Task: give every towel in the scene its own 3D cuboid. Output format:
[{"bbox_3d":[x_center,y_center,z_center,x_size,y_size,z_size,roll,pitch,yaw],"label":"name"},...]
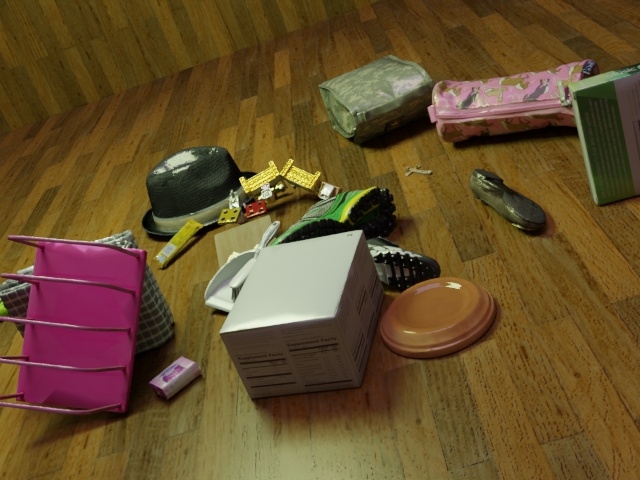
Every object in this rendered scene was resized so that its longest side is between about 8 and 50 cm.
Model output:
[{"bbox_3d":[-0.453,0.136,1.606,0.283,0.235,0.121,-21,30,-1],"label":"towel"}]

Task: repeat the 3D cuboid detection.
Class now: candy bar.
[{"bbox_3d":[-0.339,0.004,1.969,0.040,0.018,0.161,33,55,6],"label":"candy bar"}]

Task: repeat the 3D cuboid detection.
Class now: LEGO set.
[{"bbox_3d":[-0.077,-0.115,1.996,0.287,0.107,0.132,-9,63,14],"label":"LEGO set"}]

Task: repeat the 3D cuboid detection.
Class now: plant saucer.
[{"bbox_3d":[0.193,0.121,1.390,0.200,0.037,0.200,-16,26,8],"label":"plant saucer"}]

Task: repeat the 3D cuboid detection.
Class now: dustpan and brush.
[{"bbox_3d":[-0.134,0.050,1.670,0.147,0.060,0.211,13,51,34],"label":"dustpan and brush"}]

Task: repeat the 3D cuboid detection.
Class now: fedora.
[{"bbox_3d":[-0.324,-0.146,2.127,0.334,0.152,0.334,-17,27,9],"label":"fedora"}]

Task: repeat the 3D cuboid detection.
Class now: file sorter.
[{"bbox_3d":[-0.436,0.142,1.407,0.202,0.291,0.182,5,-7,6],"label":"file sorter"}]

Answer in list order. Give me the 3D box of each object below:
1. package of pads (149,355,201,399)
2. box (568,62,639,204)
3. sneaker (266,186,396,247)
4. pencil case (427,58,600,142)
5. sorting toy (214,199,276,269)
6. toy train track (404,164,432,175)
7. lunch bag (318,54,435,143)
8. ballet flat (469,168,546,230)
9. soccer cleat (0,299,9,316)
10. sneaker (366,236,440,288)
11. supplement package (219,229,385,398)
[{"bbox_3d":[-0.260,0.246,1.483,0.083,0.032,0.050,-38,30,-31],"label":"package of pads"},{"bbox_3d":[0.630,-0.215,1.488,0.322,0.232,0.058,-15,22,10],"label":"box"},{"bbox_3d":[0.000,0.000,1.680,0.343,0.134,0.146,-30,20,-37],"label":"sneaker"},{"bbox_3d":[0.446,-0.312,1.890,0.386,0.167,0.160,-1,65,34],"label":"pencil case"},{"bbox_3d":[-0.157,0.015,1.802,0.132,0.046,0.274,-20,40,1],"label":"sorting toy"},{"bbox_3d":[0.227,-0.165,1.925,0.048,0.014,0.083,-36,31,-27],"label":"toy train track"},{"bbox_3d":[0.155,-0.370,2.189,0.235,0.169,0.287,-24,22,-7],"label":"lunch bag"},{"bbox_3d":[0.359,-0.072,1.621,0.084,0.058,0.250,8,23,-24],"label":"ballet flat"},{"bbox_3d":[-0.788,0.170,1.983,0.179,0.060,0.072,-22,16,-17],"label":"soccer cleat"},{"bbox_3d":[0.124,0.035,1.553,0.234,0.078,0.106,2,27,32],"label":"sneaker"},{"bbox_3d":[-0.023,0.122,1.420,0.204,0.145,0.262,-10,28,20],"label":"supplement package"}]
